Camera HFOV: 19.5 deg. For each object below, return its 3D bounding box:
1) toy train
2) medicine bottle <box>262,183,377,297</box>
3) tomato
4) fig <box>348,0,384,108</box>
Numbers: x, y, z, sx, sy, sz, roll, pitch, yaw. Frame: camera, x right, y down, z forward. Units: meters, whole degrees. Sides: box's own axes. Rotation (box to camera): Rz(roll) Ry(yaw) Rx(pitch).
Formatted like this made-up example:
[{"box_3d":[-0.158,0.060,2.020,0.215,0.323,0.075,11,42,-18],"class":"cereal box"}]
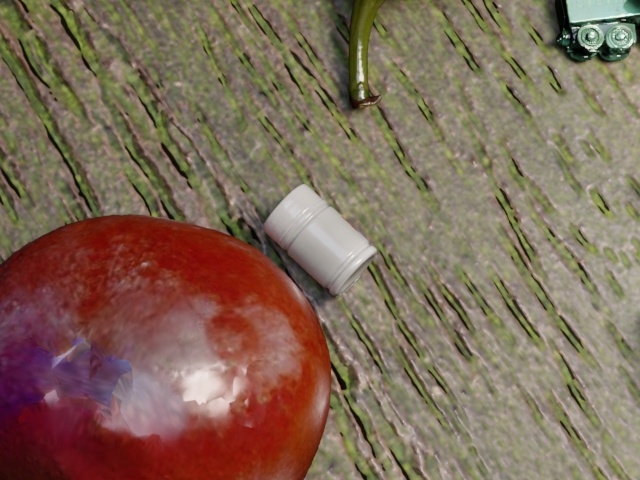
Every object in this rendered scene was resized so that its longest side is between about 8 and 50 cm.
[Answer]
[{"box_3d":[0.283,-0.202,1.682,0.148,0.038,0.071,-7,74,-3],"class":"toy train"},{"box_3d":[0.000,0.000,1.613,0.089,0.057,0.057,42,79,8],"class":"medicine bottle"},{"box_3d":[-0.156,0.099,1.526,0.335,0.176,0.289,17,73,4],"class":"tomato"},{"box_3d":[0.065,-0.252,1.666,0.151,0.151,0.259,28,104,5],"class":"fig"}]
